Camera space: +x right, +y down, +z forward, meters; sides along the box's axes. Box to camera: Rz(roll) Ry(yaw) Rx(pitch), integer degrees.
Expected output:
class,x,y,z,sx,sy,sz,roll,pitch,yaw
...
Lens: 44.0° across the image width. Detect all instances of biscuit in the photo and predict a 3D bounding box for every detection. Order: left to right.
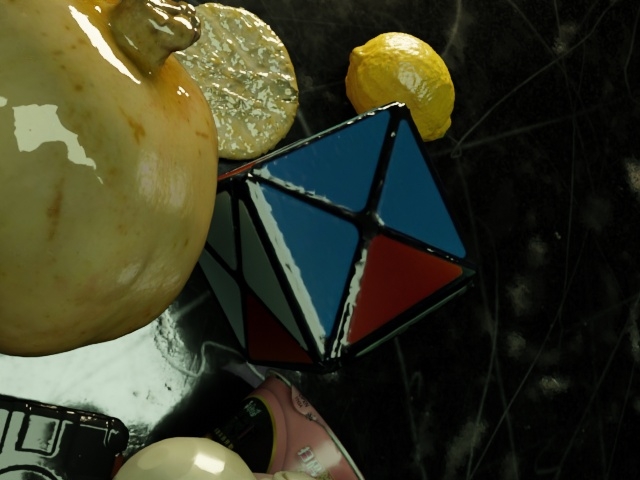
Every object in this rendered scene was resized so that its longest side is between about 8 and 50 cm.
class,x,y,z,sx,sy,sz,roll,pitch,yaw
biscuit,-0.126,-0.214,1.063,0.219,0.033,0.220,4,81,-26

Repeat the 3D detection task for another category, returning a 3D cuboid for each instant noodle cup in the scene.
class,x,y,z,sx,sy,sz,roll,pitch,yaw
instant noodle cup,-0.091,0.315,0.916,0.255,0.244,0.244,-34,99,-19

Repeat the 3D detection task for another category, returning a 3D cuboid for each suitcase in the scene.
class,x,y,z,sx,sy,sz,roll,pitch,yaw
suitcase,-0.340,0.320,0.864,0.206,0.066,0.286,18,76,-24

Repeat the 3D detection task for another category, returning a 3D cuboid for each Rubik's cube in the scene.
class,x,y,z,sx,sy,sz,roll,pitch,yaw
Rubik's cube,0.000,0.000,0.979,0.246,0.250,0.248,-27,98,-27

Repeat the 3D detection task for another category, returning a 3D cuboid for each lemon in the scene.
class,x,y,z,sx,sy,sz,roll,pitch,yaw
lemon,0.117,-0.211,1.127,0.187,0.142,0.142,42,67,-23

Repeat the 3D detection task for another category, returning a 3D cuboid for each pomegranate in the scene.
class,x,y,z,sx,sy,sz,roll,pitch,yaw
pomegranate,-0.278,-0.100,0.777,0.411,0.411,0.411,4,81,-26

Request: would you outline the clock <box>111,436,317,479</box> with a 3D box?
class,x,y,z,sx,sy,sz,roll,pitch,yaw
clock,-0.076,0.363,0.743,0.342,0.184,0.326,24,90,-30
